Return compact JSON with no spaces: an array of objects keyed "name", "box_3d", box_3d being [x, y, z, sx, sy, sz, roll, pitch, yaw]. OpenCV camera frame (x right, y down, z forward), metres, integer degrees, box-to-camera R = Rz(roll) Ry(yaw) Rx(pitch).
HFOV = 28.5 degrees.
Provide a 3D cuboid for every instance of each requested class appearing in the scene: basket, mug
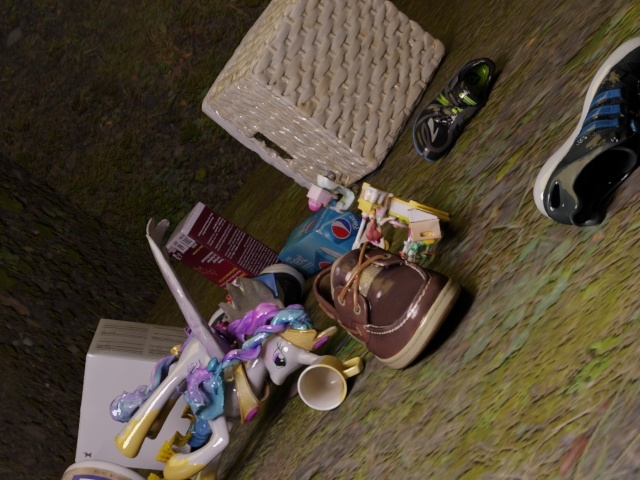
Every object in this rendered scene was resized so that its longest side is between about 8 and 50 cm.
[{"name":"basket","box_3d":[0.014,-0.310,2.407,0.331,0.328,0.266,-59,14,-21]},{"name":"mug","box_3d":[0.014,0.178,1.617,0.064,0.078,0.062,-59,-27,-73]}]

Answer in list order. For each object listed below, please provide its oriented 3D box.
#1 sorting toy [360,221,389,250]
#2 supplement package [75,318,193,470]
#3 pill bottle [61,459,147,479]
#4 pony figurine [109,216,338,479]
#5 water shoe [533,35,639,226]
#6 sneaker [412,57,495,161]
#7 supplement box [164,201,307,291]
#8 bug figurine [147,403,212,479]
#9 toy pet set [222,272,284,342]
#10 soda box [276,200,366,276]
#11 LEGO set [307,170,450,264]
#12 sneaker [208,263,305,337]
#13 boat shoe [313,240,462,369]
[{"name":"sorting toy","box_3d":[0.065,0.026,1.886,0.083,0.045,0.075,-60,4,-21]},{"name":"supplement package","box_3d":[-0.323,0.276,2.276,0.262,0.198,0.199,-118,35,-79]},{"name":"pill bottle","box_3d":[-0.337,0.459,1.787,0.153,0.153,0.264,-45,20,46]},{"name":"pony figurine","box_3d":[-0.156,0.178,1.865,0.363,0.303,0.351,-51,47,12]},{"name":"water shoe","box_3d":[0.287,-0.100,1.208,0.203,0.073,0.080,-60,32,1]},{"name":"sneaker","box_3d":[0.201,-0.203,1.893,0.188,0.067,0.078,-55,3,-12]},{"name":"supplement box","box_3d":[-0.156,0.039,2.297,0.073,0.239,0.130,-62,11,-26]},{"name":"bug figurine","box_3d":[-0.242,0.402,2.024,0.216,0.072,0.279,-53,13,54]},{"name":"toy pet set","box_3d":[-0.120,0.098,2.080,0.114,0.065,0.122,-16,37,13]},{"name":"soda box","box_3d":[0.000,0.000,2.174,0.067,0.071,0.210,-60,11,-21]},{"name":"LEGO set","box_3d":[0.095,-0.005,1.669,0.287,0.132,0.107,29,102,57]},{"name":"sneaker","box_3d":[-0.136,0.162,2.201,0.268,0.101,0.153,-47,10,29]},{"name":"boat shoe","box_3d":[0.063,0.067,1.510,0.123,0.123,0.342,-57,10,-5]}]
